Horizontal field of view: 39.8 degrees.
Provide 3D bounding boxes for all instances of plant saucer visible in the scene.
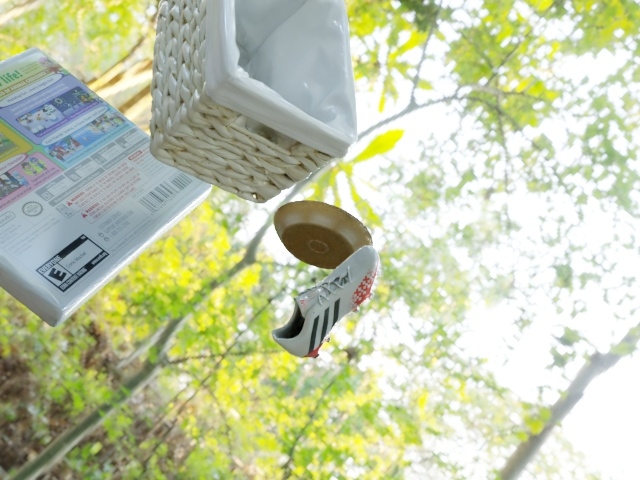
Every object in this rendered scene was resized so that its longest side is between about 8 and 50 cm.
[{"bbox_3d":[0.000,0.000,0.700,0.084,0.015,0.083,13,-34,9],"label":"plant saucer"}]

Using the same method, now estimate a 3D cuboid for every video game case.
[{"bbox_3d":[-0.209,-0.052,0.666,0.193,0.212,0.023,38,-54,1],"label":"video game case"}]

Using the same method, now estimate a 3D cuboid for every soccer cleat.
[{"bbox_3d":[0.004,0.035,0.532,0.036,0.083,0.029,29,15,-37],"label":"soccer cleat"}]

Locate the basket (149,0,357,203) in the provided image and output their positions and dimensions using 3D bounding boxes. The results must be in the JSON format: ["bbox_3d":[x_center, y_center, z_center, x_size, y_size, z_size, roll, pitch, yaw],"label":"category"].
[{"bbox_3d":[-0.051,-0.123,0.621,0.113,0.167,0.103,24,-44,-35],"label":"basket"}]
